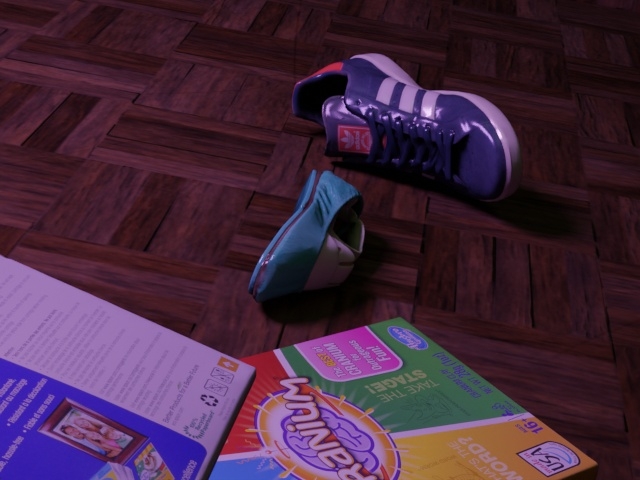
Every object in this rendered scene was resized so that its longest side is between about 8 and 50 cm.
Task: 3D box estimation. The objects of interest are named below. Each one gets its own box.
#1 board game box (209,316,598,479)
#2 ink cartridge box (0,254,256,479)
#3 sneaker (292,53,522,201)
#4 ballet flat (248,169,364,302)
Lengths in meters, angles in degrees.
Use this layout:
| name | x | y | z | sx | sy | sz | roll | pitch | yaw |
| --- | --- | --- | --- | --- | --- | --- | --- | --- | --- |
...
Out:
| name | x | y | z | sx | sy | sz | roll | pitch | yaw |
| --- | --- | --- | --- | --- | --- | --- | --- | --- | --- |
| board game box | 0.013 | 0.170 | 0.952 | 0.317 | 0.064 | 0.242 | -12 | 33 | -37 |
| ink cartridge box | -0.152 | 0.082 | 0.648 | 0.208 | 0.045 | 0.206 | 25 | 23 | 0 |
| sneaker | 0.091 | -0.127 | 1.535 | 0.148 | 0.131 | 0.350 | -16 | 30 | -30 |
| ballet flat | 0.000 | 0.000 | 1.284 | 0.087 | 0.083 | 0.247 | 26 | 29 | 1 |
